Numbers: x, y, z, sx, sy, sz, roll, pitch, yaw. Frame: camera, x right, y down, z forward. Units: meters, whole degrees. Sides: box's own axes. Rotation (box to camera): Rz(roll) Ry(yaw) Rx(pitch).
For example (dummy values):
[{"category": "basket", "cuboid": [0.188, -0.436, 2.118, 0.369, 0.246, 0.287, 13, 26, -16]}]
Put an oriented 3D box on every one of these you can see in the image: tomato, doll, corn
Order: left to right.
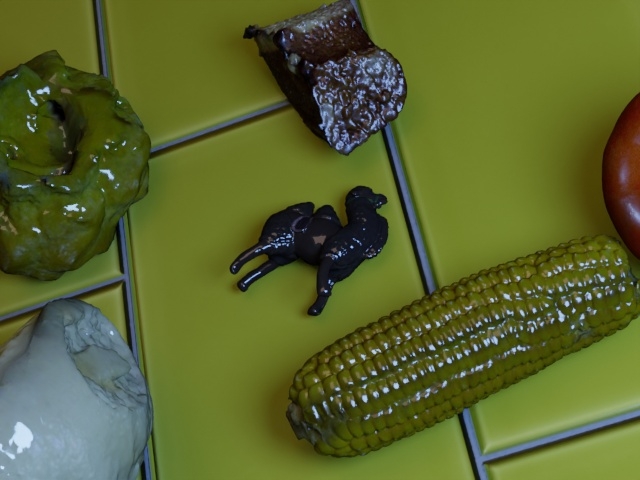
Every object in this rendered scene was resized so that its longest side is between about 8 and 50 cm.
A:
[{"category": "doll", "cuboid": [0.000, 0.000, 1.285, 0.139, 0.057, 0.165, 18, 59, 30]}, {"category": "corn", "cuboid": [0.135, 0.100, 1.139, 0.363, 0.120, 0.120, -24, 55, 0]}, {"category": "tomato", "cuboid": [0.352, -0.060, 1.094, 0.195, 0.136, 0.195, -3, 85, 33]}]

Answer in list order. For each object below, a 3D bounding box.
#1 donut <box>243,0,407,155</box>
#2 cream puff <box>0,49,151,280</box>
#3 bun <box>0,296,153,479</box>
[{"category": "donut", "cuboid": [0.010, -0.195, 1.369, 0.126, 0.144, 0.186, -28, 24, -5]}, {"category": "cream puff", "cuboid": [-0.334, -0.099, 1.389, 0.282, 0.185, 0.281, -11, 58, 18]}, {"category": "bun", "cuboid": [-0.294, 0.226, 1.122, 0.364, 0.364, 0.202, -43, 99, -8]}]
